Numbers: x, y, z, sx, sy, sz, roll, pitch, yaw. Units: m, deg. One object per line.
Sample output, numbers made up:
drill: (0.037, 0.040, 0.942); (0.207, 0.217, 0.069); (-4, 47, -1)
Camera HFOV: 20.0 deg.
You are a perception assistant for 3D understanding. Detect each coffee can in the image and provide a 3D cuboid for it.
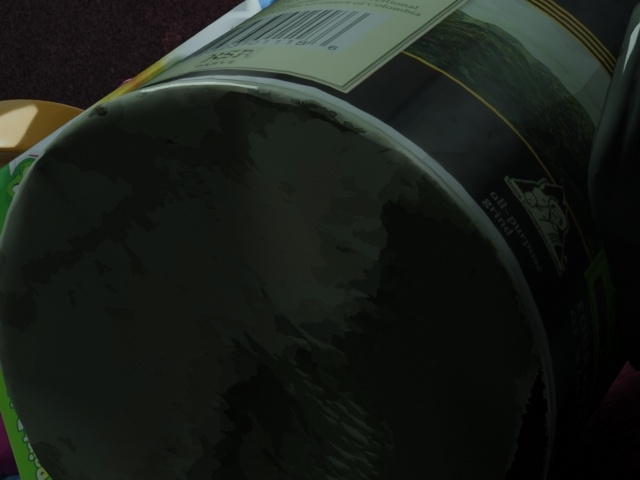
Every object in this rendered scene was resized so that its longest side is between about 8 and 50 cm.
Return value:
coffee can: (0.033, -0.007, 0.695); (0.201, 0.201, 0.275); (-31, 7, 34)

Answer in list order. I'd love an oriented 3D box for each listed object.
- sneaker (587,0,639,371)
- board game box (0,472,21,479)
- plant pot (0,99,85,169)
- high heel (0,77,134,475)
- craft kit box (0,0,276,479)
sneaker: (0.160, 0.004, 0.564); (0.227, 0.130, 0.087); (59, -131, -65)
board game box: (-0.217, 0.211, 1.136); (0.254, 0.079, 0.336); (-30, 3, 29)
plant pot: (-0.212, 0.037, 1.290); (0.205, 0.205, 0.188); (-30, 32, 37)
high heel: (-0.149, 0.020, 1.101); (0.244, 0.082, 0.117); (-62, -12, -19)
craft kit box: (-0.064, 0.031, 0.946); (0.247, 0.250, 0.061); (-30, -26, 17)
